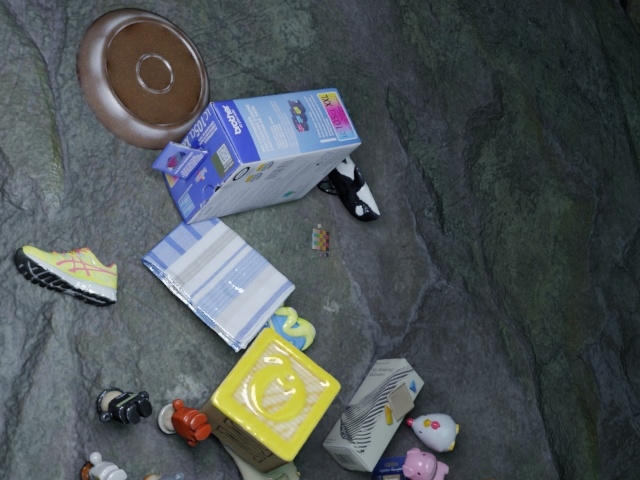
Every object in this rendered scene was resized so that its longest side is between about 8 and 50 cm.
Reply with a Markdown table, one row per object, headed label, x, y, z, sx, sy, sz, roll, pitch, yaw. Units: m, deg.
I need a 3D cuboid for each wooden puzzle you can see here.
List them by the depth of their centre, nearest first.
| label | x | y | z | sx | sy | sz | roll | pitch | yaw |
| --- | --- | --- | --- | --- | --- | --- | --- | --- | --- |
| wooden puzzle | 0.188 | 0.382 | 1.830 | 0.116 | 0.014 | 0.079 | -20 | 97 | -39 |
| wooden puzzle | 0.000 | 0.000 | 1.890 | 0.049 | 0.006 | 0.083 | 10 | 76 | -38 |

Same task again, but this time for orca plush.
| label | x | y | z | sx | sy | sz | roll | pitch | yaw |
| --- | --- | --- | --- | --- | --- | --- | --- | --- | --- |
| orca plush | 0.036 | -0.163 | 1.892 | 0.102 | 0.151 | 0.287 | -28 | 105 | -7 |

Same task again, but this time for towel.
| label | x | y | z | sx | sy | sz | roll | pitch | yaw |
| --- | --- | --- | --- | --- | --- | --- | --- | --- | --- |
| towel | -0.209 | 0.072 | 1.622 | 0.285 | 0.034 | 0.209 | 42 | 55 | 2 |

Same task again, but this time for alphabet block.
| label | x | y | z | sx | sy | sz | roll | pitch | yaw |
| --- | --- | --- | --- | --- | --- | --- | --- | --- | --- |
| alphabet block | -0.107 | 0.319 | 1.523 | 0.193 | 0.197 | 0.192 | 37 | 62 | -1 |

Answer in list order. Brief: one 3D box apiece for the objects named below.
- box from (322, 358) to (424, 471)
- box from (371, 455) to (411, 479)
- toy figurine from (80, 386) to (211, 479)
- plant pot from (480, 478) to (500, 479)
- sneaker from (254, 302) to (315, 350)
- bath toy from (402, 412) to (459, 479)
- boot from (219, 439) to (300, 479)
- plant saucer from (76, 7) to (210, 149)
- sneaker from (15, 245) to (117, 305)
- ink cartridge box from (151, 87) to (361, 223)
| label | x | y | z | sx | sy | sz | roll | pitch | yaw |
| --- | --- | --- | --- | --- | --- | --- | --- | --- | --- |
| box | 0.130 | 0.415 | 1.856 | 0.094 | 0.113 | 0.275 | 51 | 53 | -19 |
| box | 0.186 | 0.653 | 1.907 | 0.136 | 0.036 | 0.226 | 8 | 76 | -38 |
| toy figurine | -0.336 | 0.394 | 1.461 | 0.213 | 0.148 | 0.210 | 24 | 74 | -37 |
| plant pot | 0.423 | 0.741 | 1.945 | 0.203 | 0.290 | 0.291 | -29 | 101 | -55 |
| sneaker | -0.118 | 0.187 | 1.707 | 0.240 | 0.091 | 0.126 | 39 | 66 | -22 |
| bath toy | 0.240 | 0.572 | 1.868 | 0.128 | 0.151 | 0.348 | 22 | 59 | -1 |
| boot | -0.085 | 0.420 | 1.682 | 0.261 | 0.095 | 0.204 | -30 | 100 | -32 |
| plant saucer | -0.358 | -0.348 | 1.634 | 0.310 | 0.050 | 0.311 | 7 | 78 | -39 |
| sneaker | -0.473 | 0.049 | 1.455 | 0.208 | 0.081 | 0.094 | 31 | 56 | -39 |
| ink cartridge box | -0.149 | -0.174 | 1.617 | 0.395 | 0.270 | 0.151 | -18 | 76 | -41 |
